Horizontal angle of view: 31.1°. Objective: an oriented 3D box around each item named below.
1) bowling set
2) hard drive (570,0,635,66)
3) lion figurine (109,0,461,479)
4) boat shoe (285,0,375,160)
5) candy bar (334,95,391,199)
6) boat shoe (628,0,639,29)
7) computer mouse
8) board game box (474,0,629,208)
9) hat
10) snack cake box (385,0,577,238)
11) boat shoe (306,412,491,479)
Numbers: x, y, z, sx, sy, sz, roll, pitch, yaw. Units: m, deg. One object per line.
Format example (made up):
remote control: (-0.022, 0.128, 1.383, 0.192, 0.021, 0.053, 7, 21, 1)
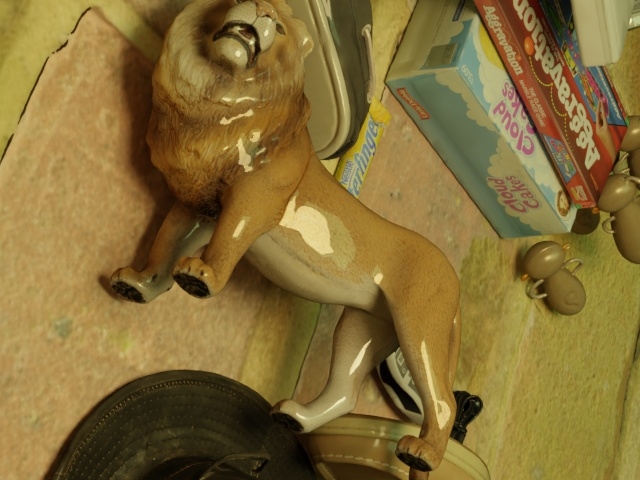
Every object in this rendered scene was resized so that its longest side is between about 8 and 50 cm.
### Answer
bowling set: (0.324, -0.069, 1.331, 0.154, 0.287, 0.200, 47, 10, -47)
hard drive: (0.250, -0.346, 1.074, 0.203, 0.040, 0.307, -62, 141, -49)
lion figurine: (0.000, 0.000, 0.887, 0.392, 0.142, 0.240, 47, 53, -24)
boat shoe: (-0.019, -0.233, 0.954, 0.095, 0.112, 0.335, -36, 121, -64)
candy bar: (0.031, -0.063, 1.060, 0.040, 0.018, 0.161, 45, 54, -39)
boat shoe: (0.413, -0.327, 1.512, 0.227, 0.079, 0.081, -39, 110, -52)
computer mouse: (0.095, 0.138, 1.107, 0.106, 0.042, 0.193, -56, 134, -31)
board game box: (0.242, -0.184, 1.181, 0.281, 0.027, 0.145, 57, 47, -30)
hat: (-0.053, 0.255, 0.842, 0.331, 0.134, 0.331, 7, 81, -51)
snack cake box: (0.188, -0.140, 1.203, 0.264, 0.089, 0.152, 47, 52, -38)
boat shoe: (0.095, 0.252, 1.031, 0.341, 0.122, 0.110, 42, 56, -42)
